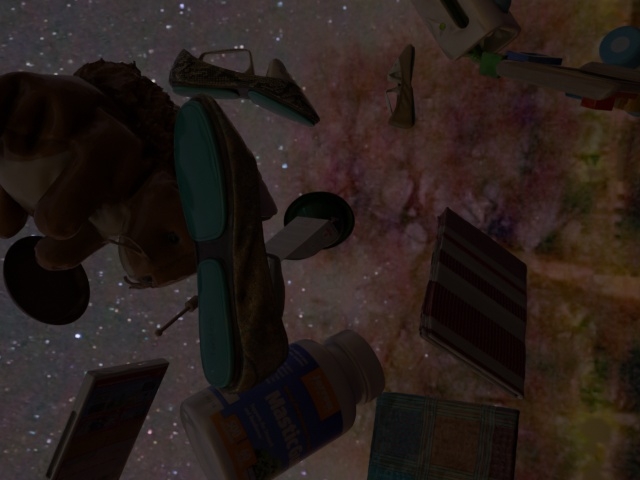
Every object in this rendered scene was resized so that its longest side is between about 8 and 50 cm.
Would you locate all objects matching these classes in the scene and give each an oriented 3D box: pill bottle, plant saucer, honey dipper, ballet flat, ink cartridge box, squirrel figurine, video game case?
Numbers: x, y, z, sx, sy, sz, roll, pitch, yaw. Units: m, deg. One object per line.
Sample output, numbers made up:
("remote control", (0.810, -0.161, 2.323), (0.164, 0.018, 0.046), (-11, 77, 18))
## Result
("pill bottle", (-0.046, 0.234, 0.847), (0.272, 0.152, 0.152), (-24, -61, -26))
("plant saucer", (-0.479, 0.073, 1.036), (0.168, 0.029, 0.169), (47, -152, -35))
("honey dipper", (-0.351, 0.186, 1.464), (0.160, 0.030, 0.031), (-42, -51, -51))
("ballet flat", (-0.099, 0.003, 0.717), (0.123, 0.123, 0.349), (-12, -84, -64))
("ink cartridge box", (-0.067, 0.025, 1.162), (0.179, 0.145, 0.045), (-44, -68, -17))
("ballet flat", (0.198, -0.387, 1.477), (0.080, 0.073, 0.233), (87, -174, -72))
("ballet flat", (-0.219, -0.490, 1.817), (0.164, 0.482, 0.182), (70, -146, -87))
("squirrel figurine", (-0.291, -0.110, 0.957), (0.397, 0.370, 0.281), (-58, -9, -43))
("video game case", (-0.410, 0.363, 1.130), (0.285, 0.025, 0.204), (-65, -24, 7))

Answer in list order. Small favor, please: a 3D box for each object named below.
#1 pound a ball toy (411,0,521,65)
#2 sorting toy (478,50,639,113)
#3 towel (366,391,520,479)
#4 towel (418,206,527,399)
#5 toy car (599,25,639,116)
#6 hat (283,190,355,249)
("pound a ball toy", (0.257, -0.494, 1.116), (0.208, 0.135, 0.319), (-15, -107, -51))
("sorting toy", (0.359, -0.201, 0.784), (0.195, 0.347, 0.047), (-9, -62, -29))
("towel", (0.284, 0.519, 1.445), (0.040, 0.370, 0.272), (34, -120, -49))
("towel", (0.302, 0.110, 1.138), (0.237, 0.037, 0.329), (34, -135, -14))
("toy car", (0.619, -0.375, 1.052), (0.219, 0.210, 0.238), (25, -108, -49))
("hat", (0.000, 0.000, 1.384), (0.208, 0.172, 0.184), (55, -163, -37))
